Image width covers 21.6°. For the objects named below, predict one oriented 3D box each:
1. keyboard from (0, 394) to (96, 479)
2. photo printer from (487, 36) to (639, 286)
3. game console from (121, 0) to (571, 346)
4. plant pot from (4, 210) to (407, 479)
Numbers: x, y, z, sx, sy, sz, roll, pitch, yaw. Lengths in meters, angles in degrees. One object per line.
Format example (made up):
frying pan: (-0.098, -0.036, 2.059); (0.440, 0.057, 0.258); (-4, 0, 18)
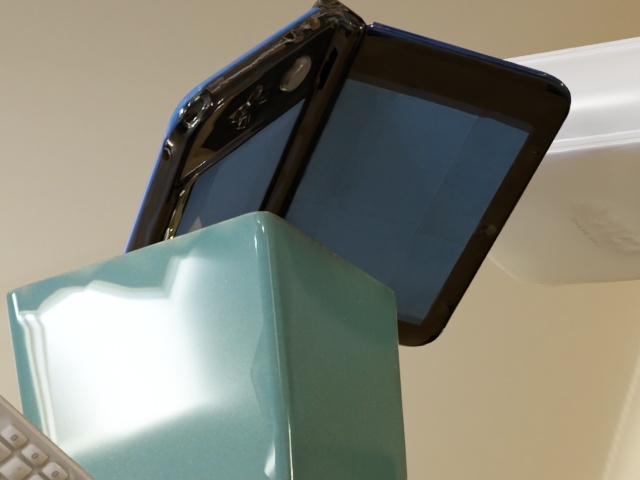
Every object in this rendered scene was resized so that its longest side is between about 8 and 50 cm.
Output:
keyboard: (-0.076, 0.152, 0.657); (0.072, 0.014, 0.256); (-41, -64, 3)
photo printer: (0.250, -0.057, 1.305); (0.307, 0.107, 0.256); (-6, -28, 31)
game console: (0.000, 0.000, 1.152); (0.173, 0.250, 0.293); (36, -46, 13)
plant pot: (-0.049, 0.137, 0.900); (0.165, 0.234, 0.166); (-17, -23, 22)
